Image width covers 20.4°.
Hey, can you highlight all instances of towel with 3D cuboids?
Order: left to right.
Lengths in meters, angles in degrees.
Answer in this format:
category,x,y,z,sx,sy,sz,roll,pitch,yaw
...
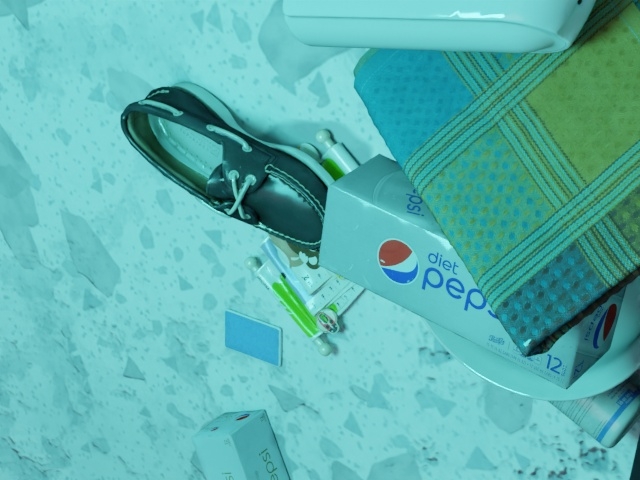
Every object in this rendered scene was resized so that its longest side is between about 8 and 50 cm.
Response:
category,x,y,z,sx,sy,sz,roll,pitch,yaw
towel,0.201,-0.109,1.602,0.271,0.040,0.370,-40,54,15

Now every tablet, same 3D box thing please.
category,x,y,z,sx,sy,sz,roll,pitch,yaw
tablet,-0.081,0.116,2.130,0.083,0.006,0.054,18,121,29

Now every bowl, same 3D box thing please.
category,x,y,z,sx,sy,sz,roll,pitch,yaw
bowl,0.229,-0.003,1.745,0.298,0.134,0.298,18,122,30

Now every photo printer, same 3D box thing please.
category,x,y,z,sx,sy,sz,roll,pitch,yaw
photo printer,0.129,-0.295,1.627,0.307,0.107,0.256,7,79,35

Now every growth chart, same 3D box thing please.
category,x,y,z,sx,sy,sz,roll,pitch,yaw
growth chart,0.000,0.000,2.001,0.172,0.021,0.237,44,131,13

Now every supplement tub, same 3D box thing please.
category,x,y,z,sx,sy,sz,roll,pitch,yaw
supplement tub,0.277,0.156,1.830,0.107,0.071,0.071,39,130,15

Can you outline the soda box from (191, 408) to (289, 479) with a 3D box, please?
category,x,y,z,sx,sy,sz,roll,pitch,yaw
soda box,-0.080,0.320,2.184,0.069,0.074,0.216,-9,106,40

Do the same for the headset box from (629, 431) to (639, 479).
category,x,y,z,sx,sy,sz,roll,pitch,yaw
headset box,0.433,0.227,1.703,0.246,0.131,0.283,25,125,27

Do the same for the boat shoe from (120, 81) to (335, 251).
category,x,y,z,sx,sy,sz,roll,pitch,yaw
boat shoe,-0.097,-0.070,1.974,0.302,0.091,0.114,32,125,29

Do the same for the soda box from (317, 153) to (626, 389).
category,x,y,z,sx,sy,sz,roll,pitch,yaw
soda box,0.140,0.024,1.675,0.286,0.091,0.098,26,126,27
